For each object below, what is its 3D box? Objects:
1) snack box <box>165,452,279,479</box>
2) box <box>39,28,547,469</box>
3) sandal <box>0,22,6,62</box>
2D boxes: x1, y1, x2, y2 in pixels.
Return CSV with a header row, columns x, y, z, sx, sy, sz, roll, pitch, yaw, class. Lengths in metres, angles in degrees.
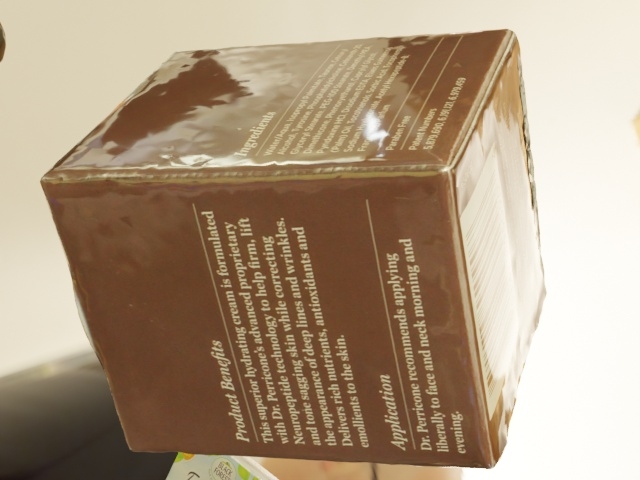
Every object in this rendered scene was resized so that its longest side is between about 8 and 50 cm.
x,y,z,sx,sy,sz,roll,pitch,yaw,class
-0.079,0.221,0.963,0.037,0.100,0.141,28,-2,-38,snack box
0.000,0.000,0.631,0.167,0.203,0.168,-59,144,-54,box
-0.276,-0.200,0.831,0.254,0.055,0.097,67,21,-56,sandal
